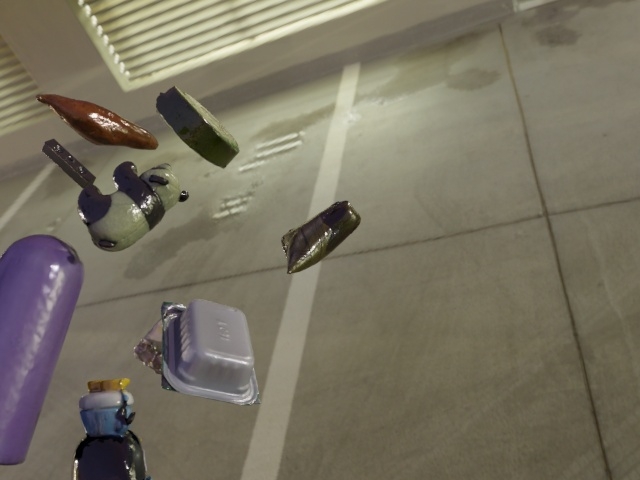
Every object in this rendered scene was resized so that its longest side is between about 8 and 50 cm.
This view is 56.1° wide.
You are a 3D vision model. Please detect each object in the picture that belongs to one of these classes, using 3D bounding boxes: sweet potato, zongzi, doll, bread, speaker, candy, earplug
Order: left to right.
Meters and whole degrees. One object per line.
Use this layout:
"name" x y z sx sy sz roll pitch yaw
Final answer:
"earplug" -0.627 0.202 1.220 0.215 0.215 0.456 3 69 36
"speaker" -0.822 -0.249 1.959 0.046 0.191 0.040 -47 0 36
"sweet potato" -0.609 -0.317 1.672 0.112 0.359 0.112 -29 50 41
"doll" -0.402 0.426 1.151 0.177 0.141 0.314 -10 78 35
"doll" -0.397 -0.072 1.272 0.135 0.143 0.234 25 56 32
"candy" -0.494 0.323 1.965 0.185 0.137 0.195 -46 5 49
"bread" -0.482 -0.442 2.332 0.129 0.382 0.366 -44 39 6
"zongzi" 0.000 0.000 1.988 0.286 0.138 0.300 -33 12 12

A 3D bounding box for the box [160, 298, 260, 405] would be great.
"box" -0.279 0.267 1.582 0.106 0.264 0.337 -62 26 21
